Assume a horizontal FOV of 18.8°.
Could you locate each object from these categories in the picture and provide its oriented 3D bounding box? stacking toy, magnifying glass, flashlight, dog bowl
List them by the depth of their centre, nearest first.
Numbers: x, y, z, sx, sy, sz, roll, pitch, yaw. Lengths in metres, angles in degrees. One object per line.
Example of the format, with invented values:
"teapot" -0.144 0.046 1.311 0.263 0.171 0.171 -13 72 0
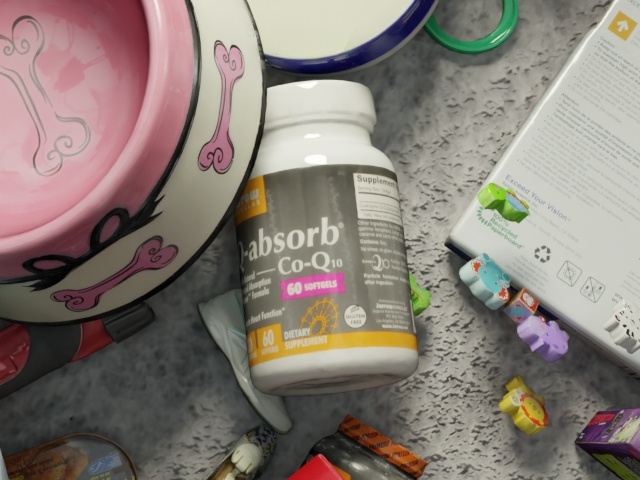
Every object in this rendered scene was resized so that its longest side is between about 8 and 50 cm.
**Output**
"dog bowl" -0.263 -0.133 1.749 0.408 0.150 0.408 -4 78 20
"flashlight" -0.310 0.106 1.835 0.304 0.103 0.103 -27 88 -5
"stacking toy" 0.183 0.066 1.839 0.221 0.052 0.167 43 125 -6
"dog bowl" -0.008 -0.292 1.848 0.265 0.104 0.265 0 87 8
"magnifying glass" 0.087 -0.258 1.921 0.231 0.026 0.092 23 86 -4

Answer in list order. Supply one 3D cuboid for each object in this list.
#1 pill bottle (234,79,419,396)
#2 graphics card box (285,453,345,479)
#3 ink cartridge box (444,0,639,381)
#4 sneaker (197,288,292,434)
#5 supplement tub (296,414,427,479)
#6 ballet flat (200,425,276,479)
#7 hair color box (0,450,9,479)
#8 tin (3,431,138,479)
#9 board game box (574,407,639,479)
"pill bottle" 0.000 0.000 1.824 0.162 0.162 0.278 -6 78 -4
"graphics card box" 0.013 0.390 1.753 0.233 0.094 0.371 -40 125 -5
"ink cartridge box" 0.344 -0.040 1.903 0.324 0.071 0.330 35 83 0
"sneaker" -0.060 0.116 1.876 0.061 0.054 0.152 -28 89 -8
"supplement tub" 0.015 0.269 1.841 0.117 0.117 0.190 31 85 -2
"ballet flat" -0.084 0.227 1.875 0.041 0.041 0.114 44 85 -1
"hair color box" -0.337 0.365 1.710 0.185 0.113 0.374 -10 127 -4
"tin" -0.267 0.252 1.864 0.189 0.040 0.106 -19 84 -4
"board game box" 0.408 0.281 1.821 0.347 0.208 0.056 39 86 -2
